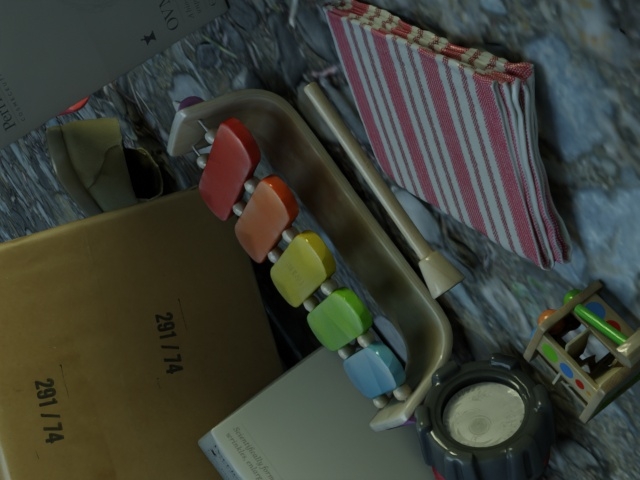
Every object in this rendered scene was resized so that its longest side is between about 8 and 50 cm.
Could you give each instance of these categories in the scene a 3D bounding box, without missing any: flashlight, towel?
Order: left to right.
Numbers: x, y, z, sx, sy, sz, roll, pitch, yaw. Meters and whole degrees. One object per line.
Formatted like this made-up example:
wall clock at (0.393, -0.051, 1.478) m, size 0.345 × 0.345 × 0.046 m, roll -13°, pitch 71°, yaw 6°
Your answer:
towel at (0.079, -0.073, 0.806) m, size 0.197 × 0.029 × 0.144 m, roll 36°, pitch 153°, yaw 50°
flashlight at (0.148, 0.215, 1.022) m, size 0.304 × 0.103 × 0.103 m, roll 71°, pitch -173°, yaw -46°

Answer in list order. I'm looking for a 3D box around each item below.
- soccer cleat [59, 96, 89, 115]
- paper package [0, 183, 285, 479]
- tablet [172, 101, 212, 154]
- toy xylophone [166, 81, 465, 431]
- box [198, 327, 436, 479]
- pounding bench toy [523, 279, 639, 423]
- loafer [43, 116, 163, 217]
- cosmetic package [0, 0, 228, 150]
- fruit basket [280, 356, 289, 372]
soccer cleat at (-0.354, -0.275, 1.407) m, size 0.116 × 0.108 × 0.318 m, roll 12°, pitch 135°, yaw 36°
paper package at (-0.205, 0.135, 1.274) m, size 0.168 × 0.310 × 0.324 m, roll -16°, pitch 91°, yaw 68°
tablet at (-0.119, -0.099, 1.257) m, size 0.054 × 0.006 × 0.083 m, roll 22°, pitch 143°, yaw 57°
toy xylophone at (0.000, 0.000, 1.012) m, size 0.322 × 0.081 × 0.236 m, roll 51°, pitch 163°, yaw 12°
box at (0.013, 0.201, 1.173) m, size 0.181 × 0.182 × 0.119 m, roll 53°, pitch 161°, yaw 6°
pounding bench toy at (0.167, 0.059, 0.773) m, size 0.065 × 0.052 × 0.083 m, roll 48°, pitch 160°, yaw 20°
loafer at (-0.218, -0.046, 1.449) m, size 0.268 × 0.092 × 0.102 m, roll 57°, pitch -166°, yaw -56°
cosmetic package at (-0.228, -0.228, 0.968) m, size 0.138 × 0.225 × 0.224 m, roll 29°, pitch 148°, yaw 52°
fruit basket at (-0.127, 0.174, 1.572) m, size 0.327 × 0.165 × 0.353 m, roll 57°, pitch 176°, yaw -5°
